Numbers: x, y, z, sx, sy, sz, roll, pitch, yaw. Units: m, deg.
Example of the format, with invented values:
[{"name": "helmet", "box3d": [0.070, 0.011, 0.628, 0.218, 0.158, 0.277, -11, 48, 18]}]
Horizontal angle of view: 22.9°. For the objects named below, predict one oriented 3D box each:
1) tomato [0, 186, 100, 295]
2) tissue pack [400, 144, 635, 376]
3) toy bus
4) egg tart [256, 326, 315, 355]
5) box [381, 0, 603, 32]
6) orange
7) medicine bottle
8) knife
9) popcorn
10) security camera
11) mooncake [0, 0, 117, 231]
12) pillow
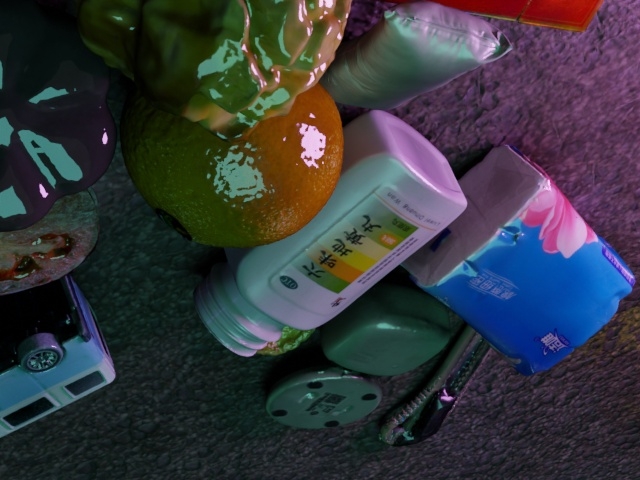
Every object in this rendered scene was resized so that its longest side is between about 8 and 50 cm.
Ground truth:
[{"name": "tomato", "box3d": [-0.344, -0.031, 1.672, 0.225, 0.085, 0.225, -15, 144, -11]}, {"name": "tissue pack", "box3d": [0.244, 0.034, 1.964, 0.209, 0.137, 0.270, -40, 136, 9]}, {"name": "toy bus", "box3d": [-0.382, 0.150, 1.825, 0.271, 0.133, 0.165, -26, 145, 1]}, {"name": "egg tart", "box3d": [-0.055, 0.103, 1.997, 0.105, 0.039, 0.105, -13, 140, -11]}, {"name": "box", "box3d": [0.173, -0.324, 1.579, 0.313, 0.089, 0.197, 3, 133, -29]}, {"name": "orange", "box3d": [-0.089, -0.099, 1.611, 0.236, 0.236, 0.236, -13, 140, -11]}, {"name": "medicine bottle", "box3d": [0.000, 0.000, 1.843, 0.324, 0.124, 0.179, -38, 138, 20]}, {"name": "knife", "box3d": [0.191, 0.175, 2.194, 0.089, 0.043, 0.365, 3, 134, -35]}, {"name": "popcorn", "box3d": [-0.099, -0.256, 1.413, 0.225, 0.265, 0.332, -18, 112, -54]}, {"name": "security camera", "box3d": [0.041, 0.156, 2.079, 0.157, 0.080, 0.301, 14, 139, -31]}, {"name": "mooncake", "box3d": [-0.313, -0.123, 1.491, 0.245, 0.133, 0.244, -6, 106, -21]}, {"name": "pillow", "box3d": [0.074, -0.188, 1.632, 0.144, 0.078, 0.254, 2, 171, -24]}]
